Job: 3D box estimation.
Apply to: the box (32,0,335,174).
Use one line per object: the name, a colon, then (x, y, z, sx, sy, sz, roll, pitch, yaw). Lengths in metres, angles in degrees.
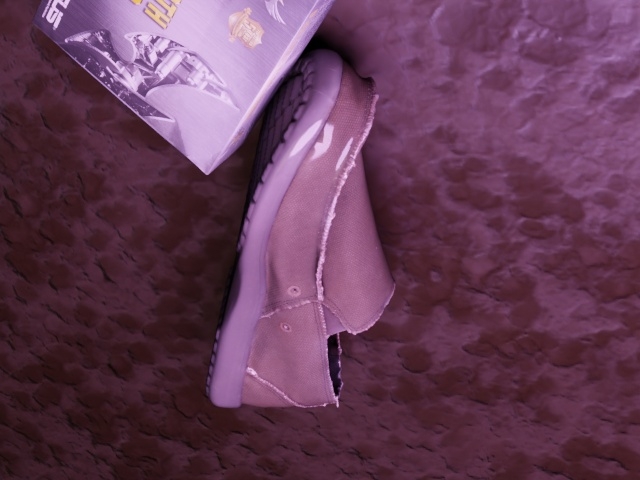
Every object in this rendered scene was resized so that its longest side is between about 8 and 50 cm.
box: (-0.092, -0.183, 1.333, 0.183, 0.056, 0.231, 42, 136, 4)

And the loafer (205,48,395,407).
loafer: (0.000, 0.000, 1.455, 0.130, 0.134, 0.366, 12, 138, -4)
